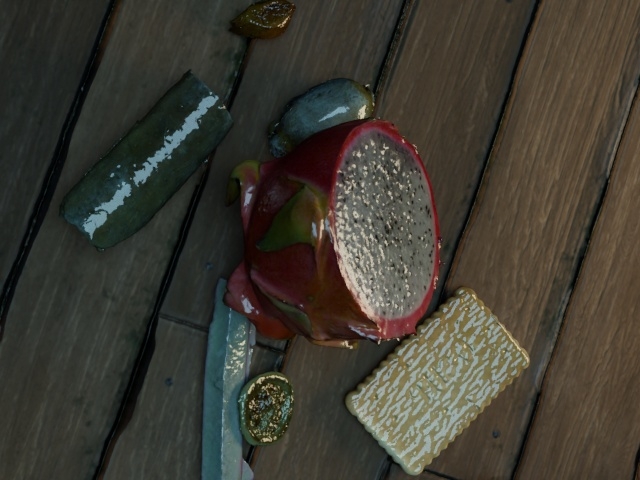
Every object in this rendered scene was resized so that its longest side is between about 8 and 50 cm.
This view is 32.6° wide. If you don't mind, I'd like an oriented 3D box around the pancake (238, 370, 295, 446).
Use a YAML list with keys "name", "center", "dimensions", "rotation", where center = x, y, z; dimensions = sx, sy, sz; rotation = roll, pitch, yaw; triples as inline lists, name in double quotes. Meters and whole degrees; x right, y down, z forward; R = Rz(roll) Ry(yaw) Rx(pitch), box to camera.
- name: "pancake"
  center: [-0.073, 0.230, 1.487]
  dimensions: [0.108, 0.017, 0.108]
  rotation: [-1, 92, -42]

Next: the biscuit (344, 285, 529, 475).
- name: "biscuit"
  center: [0.167, 0.198, 1.556]
  dimensions: [0.250, 0.030, 0.160]
  rotation: [-44, 99, -9]

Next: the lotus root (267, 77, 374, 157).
- name: "lotus root"
  center: [-0.001, -0.170, 1.493]
  dimensions: [0.165, 0.088, 0.088]
  rotation: [-24, 96, -2]

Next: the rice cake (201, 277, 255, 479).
- name: "rice cake"
  center: [-0.121, 0.196, 1.485]
  dimensions: [0.081, 0.051, 0.290]
  rotation: [3, 90, -47]

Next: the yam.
- name: "yam"
  center: [-0.223, -0.100, 1.428]
  dimensions: [0.106, 0.106, 0.259]
  rotation: [44, 82, -10]

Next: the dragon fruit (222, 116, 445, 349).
- name: "dragon fruit"
  center: [0.000, 0.000, 1.412]
  dimensions: [0.305, 0.226, 0.305]
  rotation: [15, 71, -52]

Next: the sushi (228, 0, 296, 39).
- name: "sushi"
  center: [-0.076, -0.299, 1.491]
  dimensions: [0.099, 0.047, 0.050]
  rotation: [-10, 74, -13]
